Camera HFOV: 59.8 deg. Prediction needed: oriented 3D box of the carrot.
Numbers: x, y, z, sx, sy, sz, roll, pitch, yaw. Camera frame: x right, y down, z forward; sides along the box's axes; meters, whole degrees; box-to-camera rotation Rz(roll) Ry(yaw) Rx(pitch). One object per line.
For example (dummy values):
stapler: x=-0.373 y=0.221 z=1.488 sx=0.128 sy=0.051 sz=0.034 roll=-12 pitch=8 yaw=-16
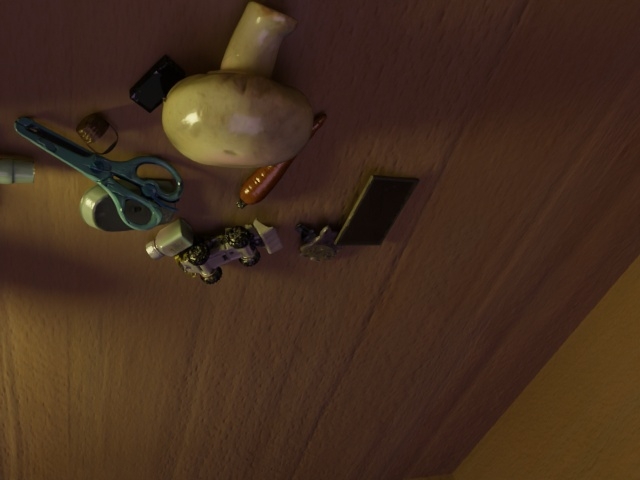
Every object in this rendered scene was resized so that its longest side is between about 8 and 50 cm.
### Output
carrot: x=-0.104 y=-0.196 z=1.398 sx=0.069 sy=0.069 sz=0.336 roll=29 pitch=115 yaw=-37

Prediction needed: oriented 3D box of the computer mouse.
computer mouse: x=-0.469 y=-0.091 z=1.367 sx=0.231 sy=0.079 sz=0.128 roll=-7 pitch=127 yaw=-32

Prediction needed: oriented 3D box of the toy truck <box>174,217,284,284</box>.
toy truck: x=-0.252 y=0.018 z=1.516 sx=0.286 sy=0.111 sz=0.136 roll=-21 pitch=145 yaw=-1

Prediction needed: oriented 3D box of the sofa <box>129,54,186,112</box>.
sofa: x=-0.350 y=-0.335 z=1.197 sx=0.118 sy=0.039 sz=0.060 roll=-37 pitch=131 yaw=18

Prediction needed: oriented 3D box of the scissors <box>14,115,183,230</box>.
scissors: x=-0.494 y=-0.165 z=1.265 sx=0.393 sy=0.180 sz=0.032 roll=32 pitch=161 yaw=-28

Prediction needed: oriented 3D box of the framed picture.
framed picture: x=0.160 y=-0.080 z=1.592 sx=0.184 sy=0.016 sz=0.250 roll=-2 pitch=132 yaw=-37

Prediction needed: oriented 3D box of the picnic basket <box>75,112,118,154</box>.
picnic basket: x=-0.489 y=-0.232 z=1.227 sx=0.072 sy=0.072 sz=0.083 roll=-31 pitch=129 yaw=11

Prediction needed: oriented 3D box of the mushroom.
mushroom: x=-0.142 y=-0.271 z=1.156 sx=0.356 sy=0.315 sz=0.315 roll=-32 pitch=134 yaw=12

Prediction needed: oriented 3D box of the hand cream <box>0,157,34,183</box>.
hand cream: x=-0.786 y=-0.149 z=1.166 sx=0.331 sy=0.085 sz=0.058 roll=-2 pitch=110 yaw=-29

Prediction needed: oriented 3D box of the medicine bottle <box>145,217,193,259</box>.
medicine bottle: x=-0.400 y=0.002 z=1.475 sx=0.118 sy=0.074 sz=0.055 roll=-30 pitch=135 yaw=10

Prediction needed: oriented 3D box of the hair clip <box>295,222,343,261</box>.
hair clip: x=0.001 y=0.006 z=1.632 sx=0.146 sy=0.056 sz=0.187 roll=-36 pitch=136 yaw=26
